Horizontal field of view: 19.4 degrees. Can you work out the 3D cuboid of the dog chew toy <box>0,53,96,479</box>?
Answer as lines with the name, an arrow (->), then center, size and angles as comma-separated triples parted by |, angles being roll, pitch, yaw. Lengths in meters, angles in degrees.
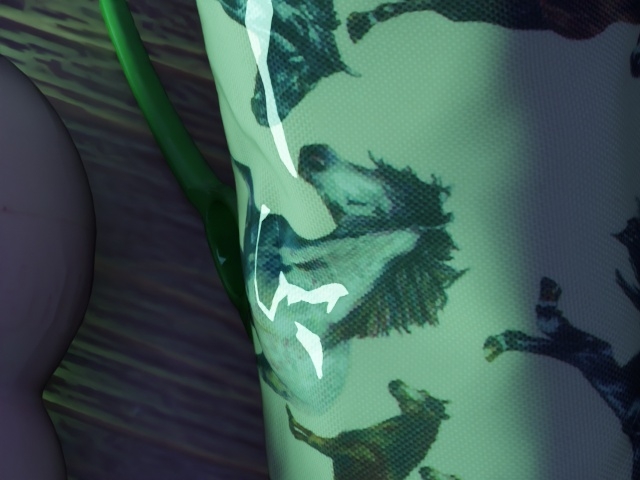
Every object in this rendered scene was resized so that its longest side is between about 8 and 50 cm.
dog chew toy -> -0.189, 0.082, 0.742 | 0.207, 0.206, 0.331 | -3, 82, -1

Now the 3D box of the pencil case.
pencil case -> 0.037, 0.001, 0.689 | 0.184, 0.160, 0.410 | 4, 112, 30

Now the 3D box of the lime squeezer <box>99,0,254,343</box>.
lime squeezer -> 0.000, 0.000, 0.834 | 0.310, 0.059, 0.110 | 33, 77, 9
